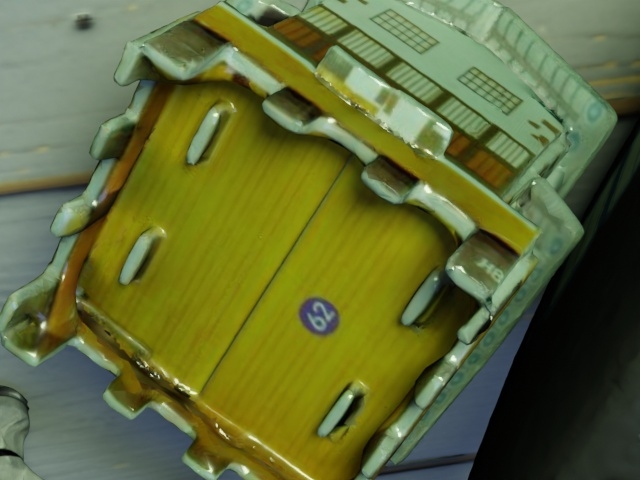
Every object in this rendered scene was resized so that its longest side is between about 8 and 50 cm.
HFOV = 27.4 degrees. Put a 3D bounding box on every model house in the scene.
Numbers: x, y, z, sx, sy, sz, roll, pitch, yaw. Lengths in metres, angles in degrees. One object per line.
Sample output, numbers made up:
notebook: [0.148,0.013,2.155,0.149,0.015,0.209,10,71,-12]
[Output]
model house: [0.000,0.000,0.632,0.198,0.215,0.224,37,122,10]

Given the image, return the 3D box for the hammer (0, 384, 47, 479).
hammer: [-0.053,0.211,0.886,0.427,0.152,0.044,24,119,-40]

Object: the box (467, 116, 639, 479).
box: [0.161,0.013,0.592,0.091,0.359,0.350,28,125,7]
